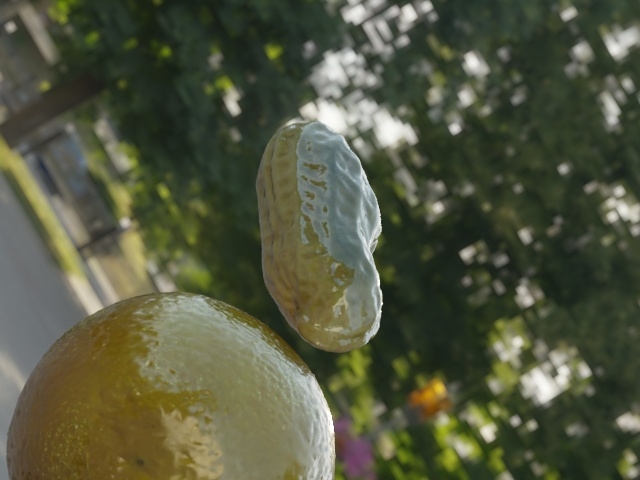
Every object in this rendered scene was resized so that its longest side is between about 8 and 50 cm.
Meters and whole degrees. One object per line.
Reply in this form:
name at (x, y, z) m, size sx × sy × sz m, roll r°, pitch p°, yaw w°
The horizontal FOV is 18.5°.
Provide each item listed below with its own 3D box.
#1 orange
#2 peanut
orange at (-0.096, 0.143, 1.289) m, size 0.236 × 0.236 × 0.236 m, roll 59°, pitch -3°, yaw 5°
peanut at (0.000, 0.000, 1.416) m, size 0.093 × 0.083 × 0.194 m, roll 33°, pitch 39°, yaw -48°
